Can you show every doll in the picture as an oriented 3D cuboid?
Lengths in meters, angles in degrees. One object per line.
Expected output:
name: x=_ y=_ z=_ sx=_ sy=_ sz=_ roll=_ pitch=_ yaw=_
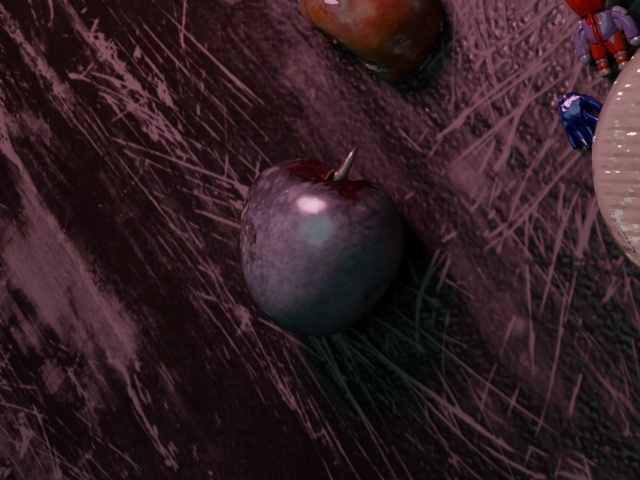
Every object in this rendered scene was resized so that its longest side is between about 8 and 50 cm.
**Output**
doll: x=0.365 y=-0.332 z=1.693 sx=0.102 sy=0.075 sz=0.228 roll=-19 pitch=87 yaw=42

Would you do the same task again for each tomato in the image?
tomato: x=0.058 y=-0.343 z=1.861 sx=0.214 sy=0.155 sz=0.181 roll=37 pitch=104 yaw=31

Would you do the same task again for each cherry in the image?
cherry: x=0.000 y=0.000 z=1.846 sx=0.255 sy=0.218 sz=0.296 roll=25 pitch=113 yaw=33

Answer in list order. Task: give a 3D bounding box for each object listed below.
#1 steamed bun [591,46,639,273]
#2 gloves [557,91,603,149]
steamed bun: x=0.513 y=-0.094 z=1.482 sx=0.374 sy=0.241 sz=0.375 roll=2 pitch=94 yaw=33
gloves: x=0.359 y=-0.164 z=1.720 sx=0.064 sy=0.026 sz=0.086 roll=-29 pitch=72 yaw=28
